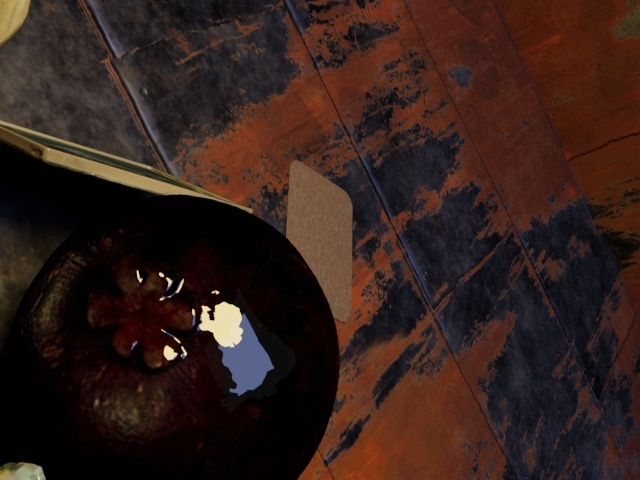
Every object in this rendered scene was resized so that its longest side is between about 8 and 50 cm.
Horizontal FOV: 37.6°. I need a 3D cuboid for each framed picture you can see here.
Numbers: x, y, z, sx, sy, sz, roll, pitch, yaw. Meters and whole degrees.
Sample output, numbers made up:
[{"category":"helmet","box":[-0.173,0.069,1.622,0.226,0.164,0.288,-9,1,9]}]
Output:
[{"category":"framed picture","box":[-0.265,-0.092,1.167,0.315,0.232,0.024,17,95,-49]}]

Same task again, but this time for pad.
[{"category":"pad","box":[0.000,0.000,1.638,0.176,0.002,0.266,30,51,-41]}]

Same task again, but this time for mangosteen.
[{"category":"mangosteen","box":[-0.157,0.156,1.090,0.435,0.382,0.382,78,9,-65]}]

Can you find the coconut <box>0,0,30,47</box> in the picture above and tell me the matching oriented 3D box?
[{"category":"coconut","box":[-0.435,-0.286,1.057,0.224,0.224,0.224,28,52,-43]}]

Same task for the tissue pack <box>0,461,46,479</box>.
[{"category":"tissue pack","box":[-0.327,0.349,0.747,0.311,0.128,0.228,-26,95,-53]}]
